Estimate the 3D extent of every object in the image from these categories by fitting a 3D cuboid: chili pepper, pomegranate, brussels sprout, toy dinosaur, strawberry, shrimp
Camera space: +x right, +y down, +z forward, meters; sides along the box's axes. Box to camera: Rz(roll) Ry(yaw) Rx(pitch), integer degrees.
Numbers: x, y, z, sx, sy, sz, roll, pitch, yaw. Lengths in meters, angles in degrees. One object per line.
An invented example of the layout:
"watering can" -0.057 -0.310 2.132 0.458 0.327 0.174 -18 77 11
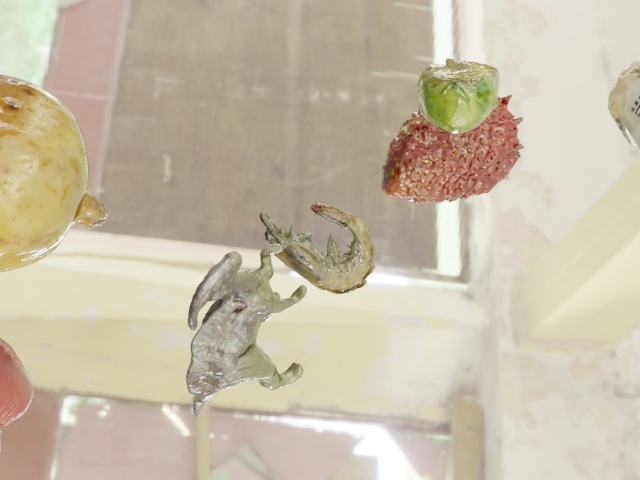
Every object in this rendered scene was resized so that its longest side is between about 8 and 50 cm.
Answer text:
"chili pepper" -0.470 0.200 1.365 0.338 0.134 0.131 71 24 -55
"pomegranate" -0.597 -0.113 1.873 0.410 0.409 0.410 -174 -90 -83
"brussels sprout" 0.252 -0.260 1.805 0.152 0.149 0.122 -93 -177 -59
"toy dinosaur" -0.096 0.106 1.164 0.077 0.162 0.294 38 -39 37
"strawberry" 0.295 -0.226 2.303 0.292 0.343 0.292 24 -58 45
"shrimp" 0.000 0.000 1.954 0.173 0.253 0.058 -48 -178 12

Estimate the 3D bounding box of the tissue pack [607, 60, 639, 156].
"tissue pack" 0.666 -0.129 1.574 0.195 0.390 0.376 -57 -160 22
